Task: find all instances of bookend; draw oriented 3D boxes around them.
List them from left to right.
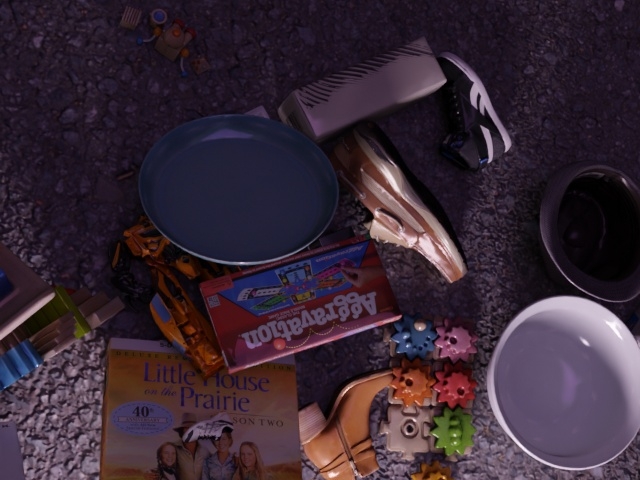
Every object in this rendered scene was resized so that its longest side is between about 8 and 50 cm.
[{"bbox_3d":[0.000,0.000,1.787,0.072,0.157,0.156,-22,88,-21],"label":"bookend"}]

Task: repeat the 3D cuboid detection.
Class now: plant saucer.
[{"bbox_3d":[-0.130,-0.077,1.734,0.318,0.043,0.317,4,50,-5],"label":"plant saucer"}]

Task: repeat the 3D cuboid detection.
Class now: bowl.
[{"bbox_3d":[0.405,0.247,1.882,0.298,0.134,0.297,3,80,-17],"label":"bowl"}]

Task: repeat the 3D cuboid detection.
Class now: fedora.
[{"bbox_3d":[0.477,-0.008,1.958,0.244,0.124,0.275,19,66,-16],"label":"fedora"}]

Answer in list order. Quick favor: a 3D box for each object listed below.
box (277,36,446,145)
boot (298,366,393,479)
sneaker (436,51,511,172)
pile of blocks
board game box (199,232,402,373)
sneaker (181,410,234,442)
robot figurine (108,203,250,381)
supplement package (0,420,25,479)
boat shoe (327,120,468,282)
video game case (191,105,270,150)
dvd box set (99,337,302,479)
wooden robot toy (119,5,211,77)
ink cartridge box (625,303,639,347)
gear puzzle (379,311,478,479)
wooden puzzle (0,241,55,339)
[{"bbox_3d":[0.072,-0.252,1.883,0.275,0.113,0.094,-26,87,-22],"label":"box"},{"bbox_3d":[0.063,0.310,1.796,0.197,0.073,0.152,-29,88,-8],"label":"boot"},{"bbox_3d":[0.245,-0.220,1.937,0.121,0.079,0.217,-40,103,-20],"label":"sneaker"},{"bbox_3d":[-0.450,0.142,1.563,0.362,0.149,0.112,-37,95,-44],"label":"pile of blocks"},{"bbox_3d":[-0.030,0.094,1.663,0.281,0.027,0.145,-17,75,-15],"label":"board game box"},{"bbox_3d":[-0.165,0.285,1.615,0.083,0.032,0.037,-23,66,-32],"label":"sneaker"},{"bbox_3d":[-0.202,0.064,1.716,0.211,0.085,0.291,-30,75,-26],"label":"robot figurine"},{"bbox_3d":[-0.484,0.392,1.497,0.149,0.194,0.203,-4,114,-19],"label":"supplement package"},{"bbox_3d":[0.130,-0.055,1.871,0.120,0.122,0.324,-35,104,14],"label":"boat shoe"},{"bbox_3d":[-0.123,-0.132,1.846,0.143,0.019,0.157,-29,90,-20],"label":"video game case"},{"bbox_3d":[-0.176,0.350,1.624,0.308,0.062,0.420,8,53,-16],"label":"dvd box set"},{"bbox_3d":[-0.249,-0.347,1.813,0.173,0.079,0.076,36,71,-9],"label":"wooden robot toy"},{"bbox_3d":[0.645,0.141,1.927,0.078,0.231,0.134,43,71,-6],"label":"ink cartridge box"},{"bbox_3d":[0.190,0.291,1.852,0.176,0.044,0.338,6,78,-17],"label":"gear puzzle"},{"bbox_3d":[-0.601,0.071,1.517,0.348,0.080,0.322,35,63,27],"label":"wooden puzzle"}]
